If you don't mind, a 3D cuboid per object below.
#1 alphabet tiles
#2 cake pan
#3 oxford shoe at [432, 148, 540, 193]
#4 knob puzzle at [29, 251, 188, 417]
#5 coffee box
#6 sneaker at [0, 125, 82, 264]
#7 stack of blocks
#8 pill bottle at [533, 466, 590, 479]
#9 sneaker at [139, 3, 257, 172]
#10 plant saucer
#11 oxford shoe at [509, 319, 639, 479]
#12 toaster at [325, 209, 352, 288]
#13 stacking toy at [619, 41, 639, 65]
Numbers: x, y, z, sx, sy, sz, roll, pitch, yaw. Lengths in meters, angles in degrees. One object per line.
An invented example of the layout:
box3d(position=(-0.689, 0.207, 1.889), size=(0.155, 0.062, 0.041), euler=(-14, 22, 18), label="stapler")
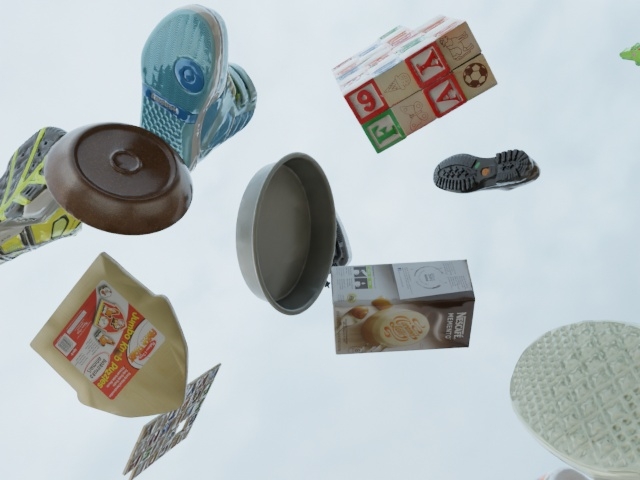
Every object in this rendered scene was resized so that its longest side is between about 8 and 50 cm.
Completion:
box3d(position=(-0.284, 0.349, 1.445), size=(0.198, 0.009, 0.237), euler=(-63, -14, 21), label="alphabet tiles")
box3d(position=(-0.060, -0.013, 1.369), size=(0.293, 0.054, 0.293), euler=(-11, -78, -60), label="cake pan")
box3d(position=(0.326, -0.125, 1.498), size=(0.096, 0.227, 0.083), euler=(16, -99, -46), label="oxford shoe")
box3d(position=(-0.238, 0.134, 0.933), size=(0.030, 0.213, 0.213), euler=(-42, -31, -70), label="knob puzzle")
box3d(position=(0.144, 0.120, 1.366), size=(0.246, 0.098, 0.141), euler=(-4, -45, 1), label="coffee box")
box3d(position=(-0.452, -0.028, 1.166), size=(0.147, 0.384, 0.145), euler=(24, -129, -47), label="sneaker")
box3d(position=(0.115, -0.229, 1.047), size=(0.171, 0.297, 0.087), euler=(-31, -72, 7), label="stack of blocks")
box3d(position=(0.329, 0.450, 1.184), size=(0.121, 0.121, 0.221), euler=(-4, -33, -39), label="pill bottle")
box3d(position=(-0.170, -0.254, 1.165), size=(0.208, 0.127, 0.319), euler=(-46, -9, -40), label="sneaker")
box3d(position=(-0.262, -0.095, 1.010), size=(0.198, 0.199, 0.036), euler=(-14, -31, -35), label="plant saucer")
box3d(position=(0.360, 0.177, 0.720), size=(0.130, 0.449, 0.169), euler=(33, -106, -27), label="oxford shoe")
box3d(position=(0.000, 0.000, 1.791), size=(0.129, 0.227, 0.146), euler=(-24, -5, 10), label="toaster")
box3d(position=(0.484, -0.249, 0.871), size=(0.167, 0.221, 0.052), euler=(-39, -52, -38), label="stacking toy")
